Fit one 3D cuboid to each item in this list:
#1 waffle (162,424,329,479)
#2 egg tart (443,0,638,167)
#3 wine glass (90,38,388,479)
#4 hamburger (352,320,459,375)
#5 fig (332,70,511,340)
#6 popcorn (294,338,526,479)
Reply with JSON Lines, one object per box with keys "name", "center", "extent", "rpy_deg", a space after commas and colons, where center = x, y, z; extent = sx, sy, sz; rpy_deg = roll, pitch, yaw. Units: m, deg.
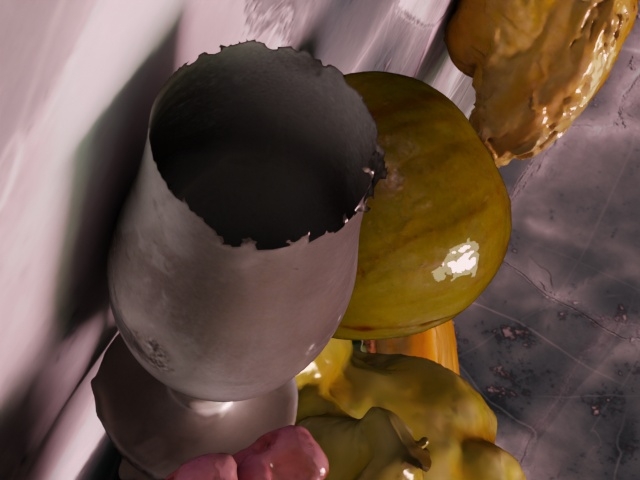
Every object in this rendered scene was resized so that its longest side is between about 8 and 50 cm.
{"name": "waffle", "center": [-0.095, 0.165, 0.606], "extent": [0.234, 0.055, 0.221], "rpy_deg": [-27, 155, -23]}
{"name": "egg tart", "center": [0.229, -0.244, 1.346], "extent": [0.351, 0.153, 0.339], "rpy_deg": [-65, 174, 24]}
{"name": "wine glass", "center": [-0.040, 0.020, 0.576], "extent": [0.103, 0.103, 0.222], "rpy_deg": [-58, 172, -32]}
{"name": "hamburger", "center": [0.033, 0.130, 1.256], "extent": [0.246, 0.170, 0.246], "rpy_deg": [-8, 90, -79]}
{"name": "fig", "center": [0.001, -0.014, 0.745], "extent": [0.148, 0.186, 0.142], "rpy_deg": [-38, -120, 52]}
{"name": "popcorn", "center": [0.009, 0.204, 0.940], "extent": [0.279, 0.274, 0.335], "rpy_deg": [17, 135, -44]}
